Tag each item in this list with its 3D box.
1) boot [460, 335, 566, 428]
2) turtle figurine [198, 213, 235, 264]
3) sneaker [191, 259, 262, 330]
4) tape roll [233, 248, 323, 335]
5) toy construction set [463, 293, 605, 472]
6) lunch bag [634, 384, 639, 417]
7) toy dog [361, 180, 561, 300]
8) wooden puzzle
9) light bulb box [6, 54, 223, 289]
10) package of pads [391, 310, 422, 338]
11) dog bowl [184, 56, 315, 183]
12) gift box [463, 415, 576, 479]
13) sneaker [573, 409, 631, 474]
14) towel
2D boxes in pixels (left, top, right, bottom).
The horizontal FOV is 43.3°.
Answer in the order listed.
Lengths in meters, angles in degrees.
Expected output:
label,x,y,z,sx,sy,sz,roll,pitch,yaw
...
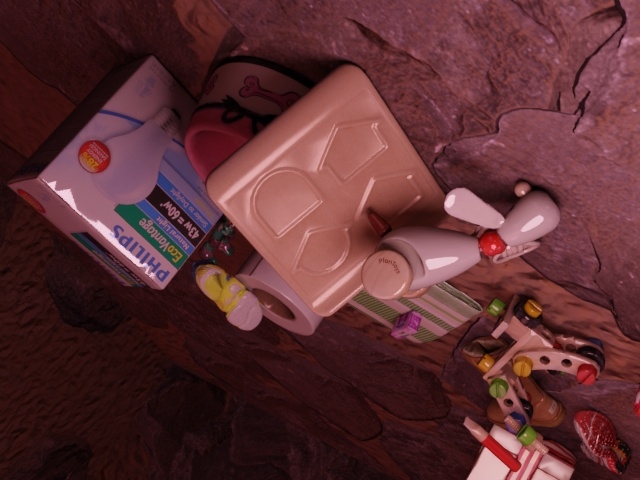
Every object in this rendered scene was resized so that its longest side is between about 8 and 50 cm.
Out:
label,x,y,z,sx,sy,sz,roll,pitch,yaw
boot,0.425,0.335,1.918,0.269,0.089,0.236,45,145,-22
turtle figurine,-0.212,-0.044,1.994,0.118,0.175,0.234,56,130,23
sneaker,-0.236,0.123,1.997,0.126,0.091,0.240,38,167,49
tape roll,-0.074,0.099,2.023,0.246,0.169,0.246,30,156,15
toy construction set,0.372,0.255,1.578,0.237,0.309,0.257,41,149,-2
lunch bag,0.689,0.265,1.375,0.258,0.120,0.293,20,155,23
toy dog,0.209,-0.020,1.343,0.220,0.333,0.161,85,163,-77
wooden puzzle,0.018,-0.082,1.397,0.348,0.322,0.080,51,179,-29
light bulb box,-0.403,-0.141,1.756,0.358,0.361,0.225,46,155,-27
package of pads,0.199,0.196,1.869,0.032,0.050,0.083,29,154,-13
dog bowl,-0.088,-0.153,1.573,0.408,0.150,0.408,30,157,14
gift box,0.508,0.615,2.143,0.255,0.258,0.276,29,176,10
sneaker,0.636,0.468,1.875,0.092,0.088,0.225,8,145,50
towel,0.202,0.141,1.871,0.248,0.038,0.325,32,153,-3
